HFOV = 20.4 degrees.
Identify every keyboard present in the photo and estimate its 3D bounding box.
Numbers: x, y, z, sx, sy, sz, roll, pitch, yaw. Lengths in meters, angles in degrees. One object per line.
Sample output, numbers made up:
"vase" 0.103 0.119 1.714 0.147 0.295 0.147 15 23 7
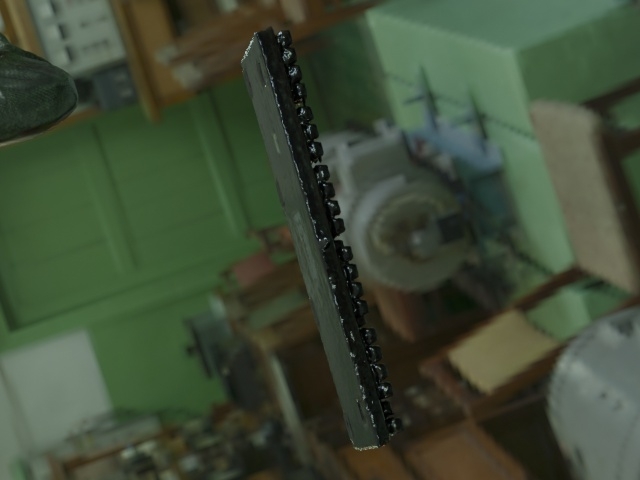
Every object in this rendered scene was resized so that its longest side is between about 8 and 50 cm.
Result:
"keyboard" 0.000 0.000 1.322 0.106 0.027 0.317 144 110 -77

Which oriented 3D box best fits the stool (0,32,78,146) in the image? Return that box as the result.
"stool" -0.339 -0.156 1.114 0.310 0.310 0.226 -159 58 -64
